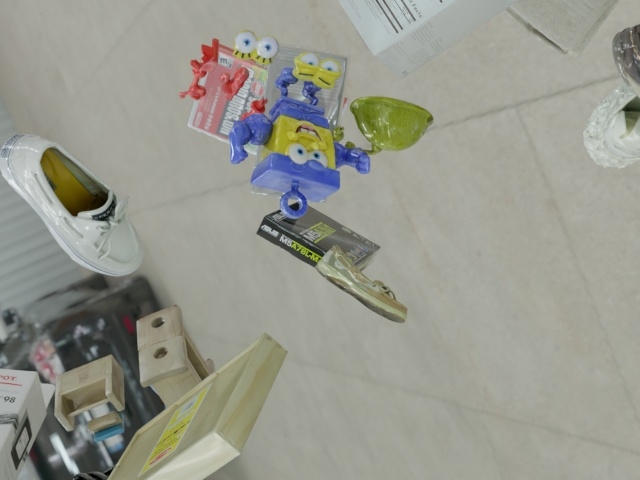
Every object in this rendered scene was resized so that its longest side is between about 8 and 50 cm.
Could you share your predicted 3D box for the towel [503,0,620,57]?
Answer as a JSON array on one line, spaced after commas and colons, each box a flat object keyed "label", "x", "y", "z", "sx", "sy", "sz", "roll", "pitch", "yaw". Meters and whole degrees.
[{"label": "towel", "x": 0.411, "y": -0.483, "z": 1.866, "sx": 0.282, "sy": 0.187, "sz": 0.049, "roll": 39, "pitch": 174, "yaw": -6}]

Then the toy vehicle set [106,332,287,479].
[{"label": "toy vehicle set", "x": -0.154, "y": 0.224, "z": 1.134, "sx": 0.035, "sy": 0.166, "sz": 0.267, "roll": 43, "pitch": 125, "yaw": -12}]

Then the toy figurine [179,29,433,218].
[{"label": "toy figurine", "x": -0.021, "y": -0.113, "z": 1.409, "sx": 0.191, "sy": 0.363, "sz": 0.217, "roll": -37, "pitch": 45, "yaw": 50}]

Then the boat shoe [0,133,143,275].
[{"label": "boat shoe", "x": -0.409, "y": -0.056, "z": 1.838, "sx": 0.156, "sy": 0.136, "sz": 0.367, "roll": 8, "pitch": 145, "yaw": 39}]

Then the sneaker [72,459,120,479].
[{"label": "sneaker", "x": -0.330, "y": 0.399, "z": 1.704, "sx": 0.105, "sy": 0.295, "sz": 0.147, "roll": 23, "pitch": 163, "yaw": 34}]

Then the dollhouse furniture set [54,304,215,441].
[{"label": "dollhouse furniture set", "x": -0.248, "y": 0.200, "z": 1.390, "sx": 0.129, "sy": 0.184, "sz": 0.129, "roll": -107, "pitch": -6, "yaw": -52}]

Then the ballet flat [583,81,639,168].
[{"label": "ballet flat", "x": 0.627, "y": -0.253, "z": 1.898, "sx": 0.147, "sy": 0.147, "sz": 0.409, "roll": 58, "pitch": 139, "yaw": 18}]

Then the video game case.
[{"label": "video game case", "x": -0.107, "y": -0.253, "z": 2.011, "sx": 0.285, "sy": 0.025, "sz": 0.204, "roll": 22, "pitch": 131, "yaw": -3}]

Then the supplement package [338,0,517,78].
[{"label": "supplement package", "x": 0.133, "y": -0.334, "z": 1.289, "sx": 0.149, "sy": 0.203, "sz": 0.194, "roll": 59, "pitch": -168, "yaw": 7}]

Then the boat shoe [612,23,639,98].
[{"label": "boat shoe", "x": 0.578, "y": -0.250, "z": 1.459, "sx": 0.130, "sy": 0.355, "sz": 0.132, "roll": -42, "pitch": 45, "yaw": 50}]

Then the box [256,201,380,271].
[{"label": "box", "x": 0.000, "y": 0.000, "z": 1.835, "sx": 0.184, "sy": 0.191, "sz": 0.045, "roll": 32, "pitch": 109, "yaw": 11}]

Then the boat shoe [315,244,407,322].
[{"label": "boat shoe", "x": 0.062, "y": 0.059, "z": 1.377, "sx": 0.153, "sy": 0.048, "sz": 0.056, "roll": 32, "pitch": 170, "yaw": 33}]

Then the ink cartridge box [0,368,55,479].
[{"label": "ink cartridge box", "x": -0.323, "y": 0.173, "z": 0.934, "sx": 0.180, "sy": 0.104, "sz": 0.060, "roll": -80, "pitch": -7, "yaw": -52}]

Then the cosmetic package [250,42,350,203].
[{"label": "cosmetic package", "x": -0.031, "y": -0.185, "z": 1.616, "sx": 0.107, "sy": 0.127, "sz": 0.238, "roll": -70, "pitch": -10, "yaw": -76}]
